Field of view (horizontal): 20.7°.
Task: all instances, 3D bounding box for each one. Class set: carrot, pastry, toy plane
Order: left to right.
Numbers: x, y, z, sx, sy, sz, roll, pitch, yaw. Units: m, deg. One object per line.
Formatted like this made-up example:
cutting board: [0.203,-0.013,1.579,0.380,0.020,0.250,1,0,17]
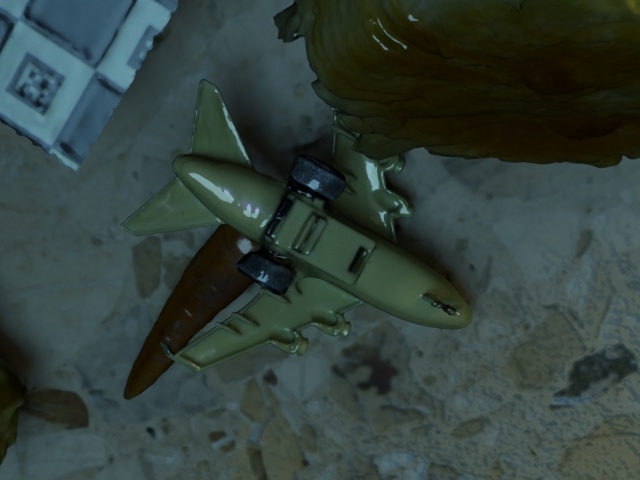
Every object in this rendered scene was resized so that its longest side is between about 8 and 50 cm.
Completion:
carrot: [-0.096,0.052,1.312,0.048,0.048,0.216,37,123,-5]
toy plane: [0.000,0.000,1.216,0.256,0.104,0.242,28,88,-10]
pastry: [0.147,-0.138,1.032,0.330,0.329,0.136,-2,75,15]

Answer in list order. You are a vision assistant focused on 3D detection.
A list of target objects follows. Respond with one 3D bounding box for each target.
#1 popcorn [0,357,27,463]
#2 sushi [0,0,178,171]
popcorn: [-0.325,0.128,1.326,0.167,0.185,0.187,-42,70,6]
sushi: [-0.216,-0.285,1.160,0.359,0.064,0.343,34,109,2]
